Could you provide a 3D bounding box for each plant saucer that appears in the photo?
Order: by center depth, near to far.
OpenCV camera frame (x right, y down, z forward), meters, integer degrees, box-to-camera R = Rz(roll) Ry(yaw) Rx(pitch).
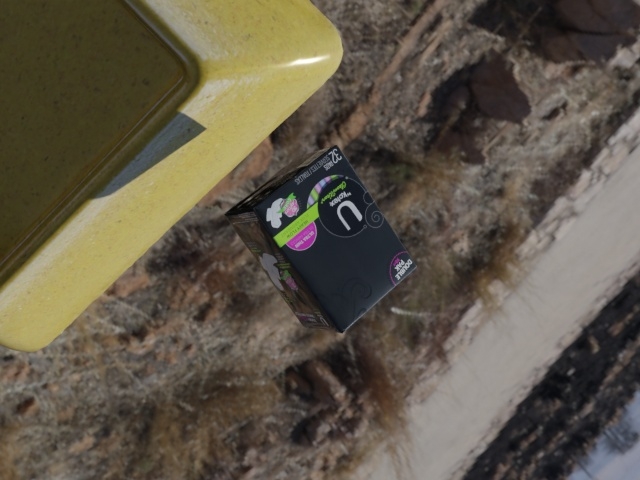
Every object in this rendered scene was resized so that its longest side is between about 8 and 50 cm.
[{"bbox_3d":[-0.214,-0.112,0.507,0.333,0.333,0.081,-41,-166,20],"label":"plant saucer"}]

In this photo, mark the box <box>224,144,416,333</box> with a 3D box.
[{"bbox_3d":[0.000,0.000,0.475,0.062,0.083,0.052,-39,-166,-20],"label":"box"}]
